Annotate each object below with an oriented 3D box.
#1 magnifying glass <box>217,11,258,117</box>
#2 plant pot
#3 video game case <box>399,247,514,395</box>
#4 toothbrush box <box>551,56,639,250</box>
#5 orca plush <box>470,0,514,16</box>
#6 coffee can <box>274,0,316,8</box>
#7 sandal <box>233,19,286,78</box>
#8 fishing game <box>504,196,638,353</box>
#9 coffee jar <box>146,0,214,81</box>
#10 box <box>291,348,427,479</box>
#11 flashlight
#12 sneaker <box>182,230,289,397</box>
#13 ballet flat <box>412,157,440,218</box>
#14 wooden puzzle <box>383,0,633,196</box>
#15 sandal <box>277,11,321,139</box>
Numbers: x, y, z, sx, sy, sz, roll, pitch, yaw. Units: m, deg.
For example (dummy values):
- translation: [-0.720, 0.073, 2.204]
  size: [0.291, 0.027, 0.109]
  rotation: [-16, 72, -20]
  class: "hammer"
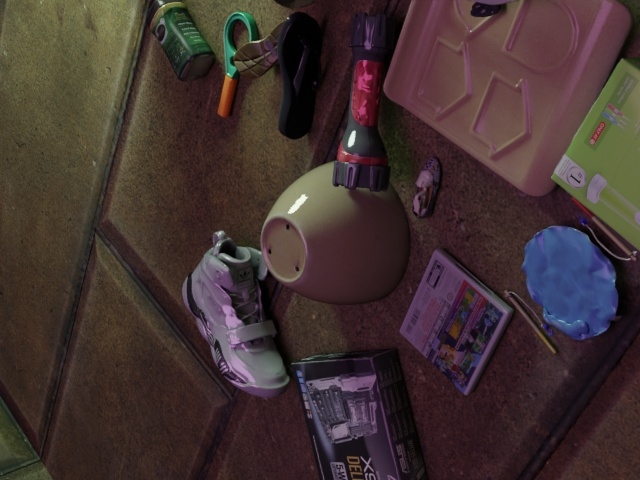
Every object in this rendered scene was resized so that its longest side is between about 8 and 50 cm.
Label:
- translation: [-0.183, -0.368, 2.020]
  size: [0.092, 0.026, 0.231]
  rotation: [39, 128, 33]
  class: "magnifying glass"
- translation: [0.000, 0.000, 1.804]
  size: [0.284, 0.190, 0.284]
  rotation: [17, 115, 44]
  class: "plant pot"
- translation: [0.238, 0.145, 1.709]
  size: [0.183, 0.023, 0.201]
  rotation: [43, 130, 31]
  class: "video game case"
- translation: [0.489, -0.089, 1.293]
  size: [0.283, 0.122, 0.206]
  rotation: [46, 131, 30]
  class: "toothbrush box"
- translation: [0.213, -0.415, 1.432]
  size: [0.287, 0.151, 0.102]
  rotation: [4, 61, 53]
  class: "orca plush"
- translation: [-0.103, -0.574, 1.740]
  size: [0.275, 0.201, 0.202]
  rotation: [41, 129, 31]
  class: "coffee can"
- translation: [-0.098, -0.380, 1.912]
  size: [0.180, 0.049, 0.072]
  rotation: [-28, 85, 33]
  class: "sandal"
- translation: [0.397, 0.063, 1.503]
  size: [0.189, 0.041, 0.264]
  rotation: [51, 142, 27]
  class: "fishing game"
- translation: [-0.309, -0.445, 2.094]
  size: [0.184, 0.079, 0.096]
  rotation: [59, 139, 16]
  class: "coffee jar"
- translation: [0.079, 0.377, 1.913]
  size: [0.242, 0.076, 0.308]
  rotation: [-11, 93, 48]
  class: "box"
- translation: [0.083, -0.240, 1.675]
  size: [0.103, 0.103, 0.304]
  rotation: [10, 99, 28]
  class: "flashlight"
- translation: [-0.168, 0.154, 2.070]
  size: [0.366, 0.137, 0.210]
  rotation: [53, 137, 28]
  class: "sneaker"
- translation: [0.184, -0.089, 1.689]
  size: [0.041, 0.041, 0.114]
  rotation: [29, 121, 39]
  class: "ballet flat"
- translation: [0.286, -0.288, 1.498]
  size: [0.347, 0.080, 0.322]
  rotation: [38, 127, 29]
  class: "wooden puzzle"
- translation: [-0.030, -0.311, 1.825]
  size: [0.054, 0.097, 0.255]
  rotation: [32, 134, 39]
  class: "sandal"
